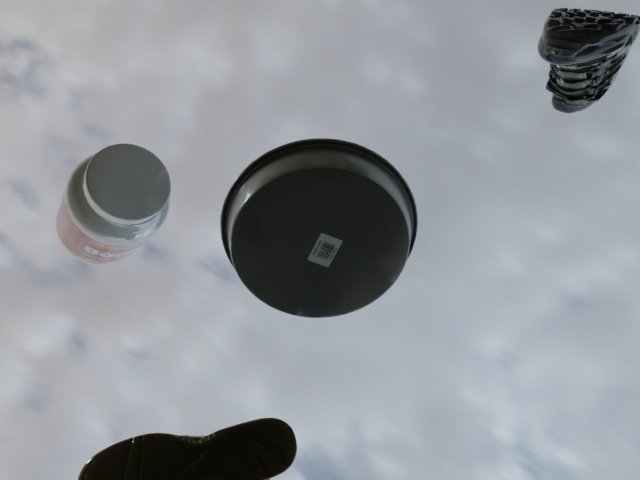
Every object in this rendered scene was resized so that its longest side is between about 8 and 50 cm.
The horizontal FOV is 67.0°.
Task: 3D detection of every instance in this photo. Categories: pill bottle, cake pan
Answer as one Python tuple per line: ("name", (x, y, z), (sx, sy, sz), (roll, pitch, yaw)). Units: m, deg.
("pill bottle", (-0.267, -0.043, 0.625), (0.121, 0.216, 0.121), (8, -106, -30))
("cake pan", (0.000, 0.000, 0.700), (0.293, 0.293, 0.054), (-17, -149, 7))

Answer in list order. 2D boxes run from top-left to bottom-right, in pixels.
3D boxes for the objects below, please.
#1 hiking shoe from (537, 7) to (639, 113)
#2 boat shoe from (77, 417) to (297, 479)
("hiking shoe", (0.300, -0.195, 0.543), (0.086, 0.227, 0.114), (26, -56, 34))
("boat shoe", (-0.133, 0.246, 0.512), (0.224, 0.073, 0.080), (-10, -130, -5))
